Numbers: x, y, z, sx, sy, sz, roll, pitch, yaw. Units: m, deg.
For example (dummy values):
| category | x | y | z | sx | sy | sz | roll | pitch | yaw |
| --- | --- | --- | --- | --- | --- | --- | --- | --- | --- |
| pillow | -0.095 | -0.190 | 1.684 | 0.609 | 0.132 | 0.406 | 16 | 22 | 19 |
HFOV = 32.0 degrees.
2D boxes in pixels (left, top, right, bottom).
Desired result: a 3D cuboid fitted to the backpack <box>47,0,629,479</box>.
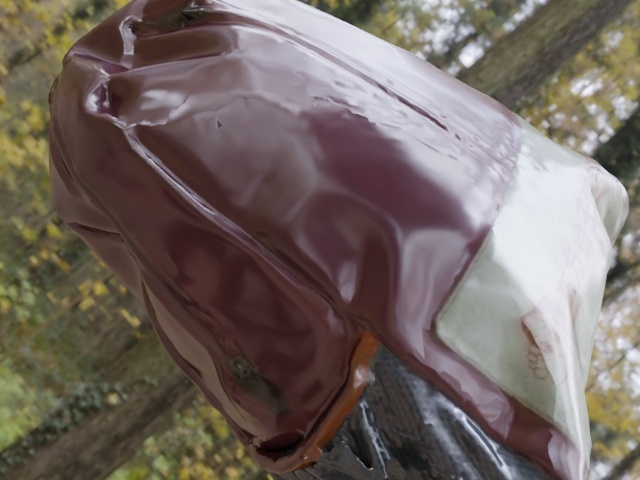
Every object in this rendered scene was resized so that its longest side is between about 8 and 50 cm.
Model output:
| category | x | y | z | sx | sy | sz | roll | pitch | yaw |
| --- | --- | --- | --- | --- | --- | --- | --- | --- | --- |
| backpack | 0.000 | 0.000 | 0.587 | 0.317 | 0.197 | 0.283 | 35 | 34 | -7 |
